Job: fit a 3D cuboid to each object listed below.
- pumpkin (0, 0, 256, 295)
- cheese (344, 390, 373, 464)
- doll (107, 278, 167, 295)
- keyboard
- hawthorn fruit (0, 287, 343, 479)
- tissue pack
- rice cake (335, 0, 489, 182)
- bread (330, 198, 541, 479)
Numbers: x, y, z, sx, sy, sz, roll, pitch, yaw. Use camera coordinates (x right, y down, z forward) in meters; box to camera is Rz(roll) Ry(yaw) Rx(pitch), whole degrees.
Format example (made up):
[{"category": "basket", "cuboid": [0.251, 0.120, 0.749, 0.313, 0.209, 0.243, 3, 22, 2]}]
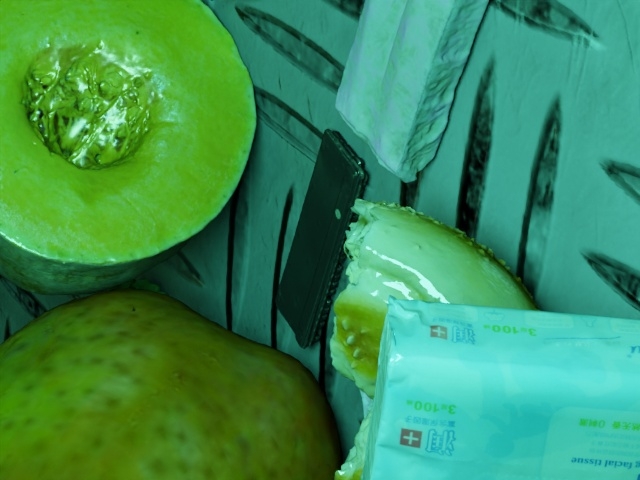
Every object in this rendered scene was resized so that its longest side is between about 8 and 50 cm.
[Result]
[{"category": "pumpkin", "cuboid": [-0.249, -0.109, 1.790, 0.332, 0.332, 0.199, 68, 158, 8]}, {"category": "cheese", "cuboid": [0.066, 0.213, 1.679, 0.137, 0.064, 0.227, -2, 101, 55]}, {"category": "doll", "cuboid": [-0.197, 0.096, 2.038, 0.113, 0.076, 0.078, 69, -171, -52]}, {"category": "keyboard", "cuboid": [0.001, 0.000, 1.719, 0.072, 0.023, 0.231, 56, 143, 37]}, {"category": "hawthorn fruit", "cuboid": [-0.202, 0.293, 1.740, 0.472, 0.471, 0.472, 29, 127, 47]}, {"category": "tissue pack", "cuboid": [0.168, 0.142, 1.320, 0.089, 0.263, 0.177, -85, 1, -60]}, {"category": "rice cake", "cuboid": [0.086, -0.189, 1.480, 0.106, 0.050, 0.298, 50, 141, 30]}, {"category": "bread", "cuboid": [0.114, 0.119, 1.466, 0.192, 0.171, 0.314, 9, 117, 33]}]
